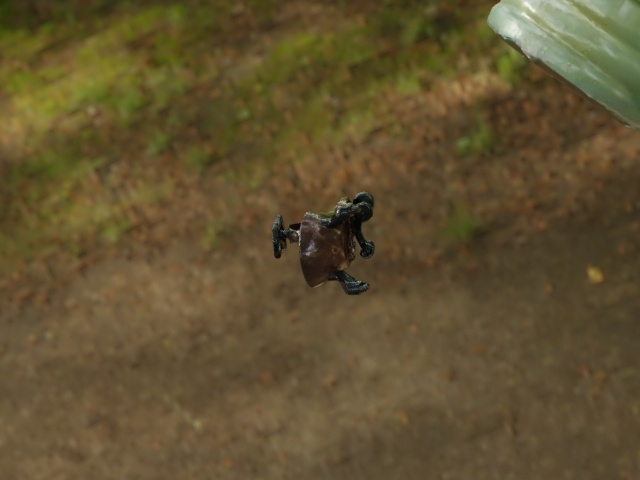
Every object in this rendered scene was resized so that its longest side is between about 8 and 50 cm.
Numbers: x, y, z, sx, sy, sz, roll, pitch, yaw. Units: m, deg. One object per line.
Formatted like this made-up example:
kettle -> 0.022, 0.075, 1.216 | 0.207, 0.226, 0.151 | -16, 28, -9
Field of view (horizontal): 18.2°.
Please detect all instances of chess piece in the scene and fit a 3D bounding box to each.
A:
chess piece -> 0.286, -0.253, 1.676 | 0.298, 0.176, 0.176 | -56, 34, 4

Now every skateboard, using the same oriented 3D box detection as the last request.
skateboard -> 0.000, 0.000, 1.501 | 0.080, 0.067, 0.151 | -6, 8, 7
